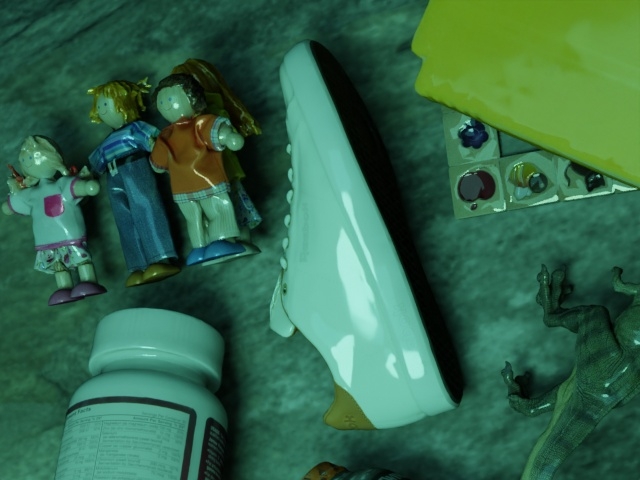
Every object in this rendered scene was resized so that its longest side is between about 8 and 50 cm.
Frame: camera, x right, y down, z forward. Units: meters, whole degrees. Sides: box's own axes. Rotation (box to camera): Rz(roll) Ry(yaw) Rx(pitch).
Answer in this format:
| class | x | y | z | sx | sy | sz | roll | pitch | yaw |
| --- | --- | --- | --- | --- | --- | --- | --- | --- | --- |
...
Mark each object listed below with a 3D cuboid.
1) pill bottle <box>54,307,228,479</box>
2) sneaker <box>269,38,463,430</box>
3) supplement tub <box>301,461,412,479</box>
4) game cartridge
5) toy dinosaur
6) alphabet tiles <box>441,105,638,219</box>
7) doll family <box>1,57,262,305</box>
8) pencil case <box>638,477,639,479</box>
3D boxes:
| class | x | y | z | sx | sy | sz | roll | pitch | yaw |
| --- | --- | --- | --- | --- | --- | --- | --- | --- | --- |
| pill bottle | -0.132 | 0.170 | 1.029 | 0.121 | 0.121 | 0.221 | -7 | 58 | 22 |
| sneaker | 0.000 | 0.000 | 1.025 | 0.123 | 0.106 | 0.290 | -20 | 80 | 18 |
| supplement tub | 0.067 | 0.231 | 0.974 | 0.190 | 0.117 | 0.117 | 22 | 95 | 22 |
| game cartridge | 0.249 | -0.175 | 0.957 | 0.324 | 0.053 | 0.285 | 26 | 96 | 23 |
| toy dinosaur | 0.179 | 0.085 | 0.950 | 0.268 | 0.064 | 0.118 | -54 | 37 | -5 |
| alphabet tiles | 0.197 | -0.130 | 1.005 | 0.237 | 0.009 | 0.198 | -9 | 82 | 22 |
| doll family | -0.129 | -0.053 | 1.098 | 0.263 | 0.118 | 0.163 | -16 | 86 | 40 |
| pencil case | 0.230 | 0.175 | 0.936 | 0.070 | 0.064 | 0.151 | 25 | 96 | -2 |
